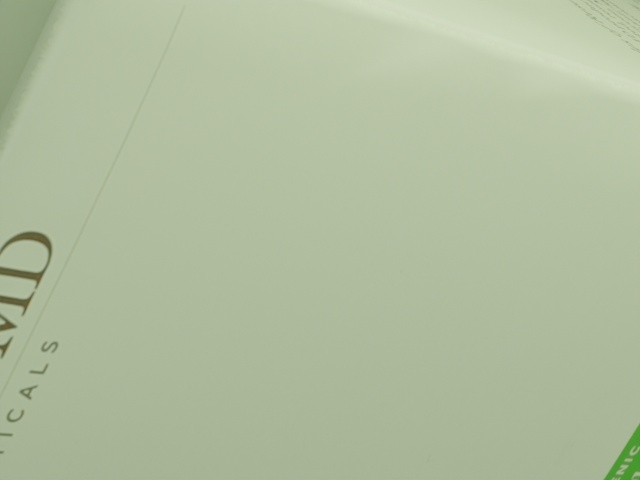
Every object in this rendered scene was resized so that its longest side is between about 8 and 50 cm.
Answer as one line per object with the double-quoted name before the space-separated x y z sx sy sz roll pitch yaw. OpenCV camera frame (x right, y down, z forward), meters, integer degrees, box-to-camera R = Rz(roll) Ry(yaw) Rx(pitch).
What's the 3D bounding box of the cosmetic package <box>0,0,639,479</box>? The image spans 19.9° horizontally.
"cosmetic package" 0.000 0.000 0.541 0.366 0.155 0.197 8 117 -46
